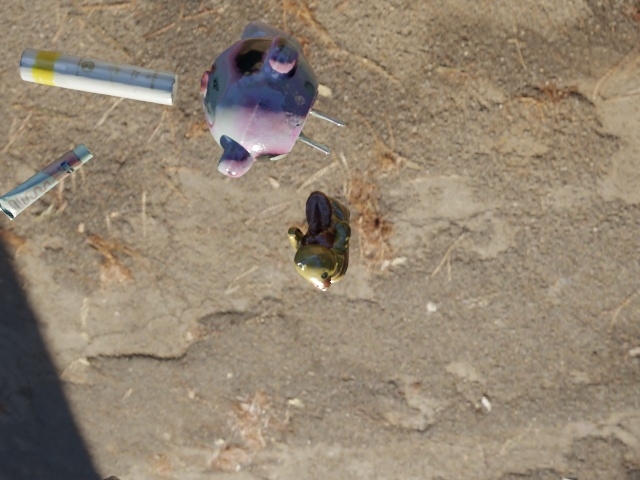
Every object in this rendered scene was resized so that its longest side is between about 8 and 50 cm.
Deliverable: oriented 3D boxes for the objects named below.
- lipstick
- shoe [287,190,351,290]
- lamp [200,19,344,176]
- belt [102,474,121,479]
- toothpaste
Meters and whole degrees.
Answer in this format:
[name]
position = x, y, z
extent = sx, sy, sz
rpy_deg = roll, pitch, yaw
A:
[lipstick]
position = -0.380, -0.284, 1.388
extent = 0.263, 0.059, 0.059
rpy_deg = 10, 132, -2
[shoe]
position = -0.002, -0.002, 0.927
extent = 0.072, 0.109, 0.069
rpy_deg = 17, 165, 34
[lamp]
position = -0.080, -0.243, 1.388
extent = 0.247, 0.301, 0.247
rpy_deg = 27, 112, -9
[belt]
position = -0.296, 0.441, 1.215
extent = 0.128, 0.122, 0.218
rpy_deg = -25, 131, 0
[toothpaste]
position = -0.542, -0.119, 1.577
extent = 0.205, 0.036, 0.056
rpy_deg = -37, 134, -5
